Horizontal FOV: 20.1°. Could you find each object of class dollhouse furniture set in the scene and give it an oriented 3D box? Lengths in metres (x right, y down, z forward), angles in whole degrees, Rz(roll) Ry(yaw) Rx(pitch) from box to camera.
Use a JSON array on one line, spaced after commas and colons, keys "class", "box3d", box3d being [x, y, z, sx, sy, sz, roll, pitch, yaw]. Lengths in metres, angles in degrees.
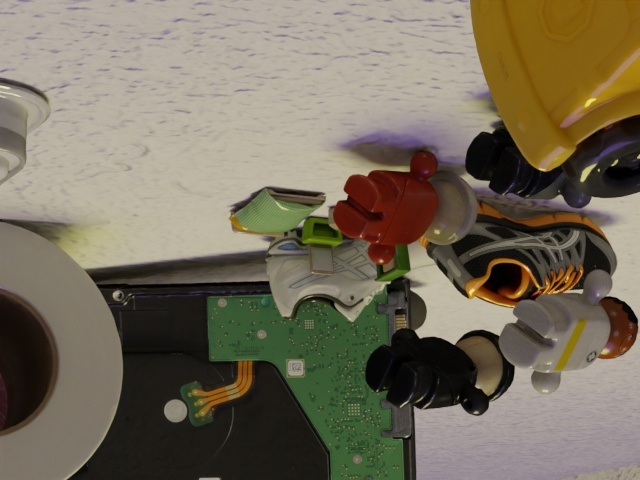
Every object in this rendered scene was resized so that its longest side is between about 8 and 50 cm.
[{"class": "dollhouse furniture set", "box3d": [0.000, 0.000, 1.547, 0.151, 0.059, 0.076, 5, 161, -30]}]

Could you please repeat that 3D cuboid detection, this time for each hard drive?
[{"class": "hard drive", "box3d": [-0.080, 0.155, 1.702, 0.339, 0.237, 0.064, -2, -176, 9]}]

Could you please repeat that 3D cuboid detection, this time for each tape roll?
[{"class": "tape roll", "box3d": [-0.310, 0.120, 1.554, 0.246, 0.246, 0.169, 3, 163, -23]}]

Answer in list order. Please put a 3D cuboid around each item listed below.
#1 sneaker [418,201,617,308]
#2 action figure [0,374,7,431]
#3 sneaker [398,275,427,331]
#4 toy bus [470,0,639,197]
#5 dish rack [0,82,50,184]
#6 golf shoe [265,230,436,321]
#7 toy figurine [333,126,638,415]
[{"class": "sneaker", "box3d": [0.182, 0.024, 1.598, 0.215, 0.083, 0.084, 6, 134, -34]}, {"class": "action figure", "box3d": [-0.344, 0.220, 1.769, 0.275, 0.248, 0.370, 35, -164, 3]}, {"class": "sneaker", "box3d": [0.064, 0.058, 1.768, 0.065, 0.061, 0.158, -24, 156, 35]}, {"class": "toy bus", "box3d": [0.230, -0.136, 1.036, 0.220, 0.149, 0.211, 4, 146, -33]}, {"class": "dish rack", "box3d": [-0.378, -0.042, 1.295, 0.285, 0.072, 0.333, 6, 162, -34]}, {"class": "golf shoe", "box3d": [0.040, 0.033, 1.625, 0.176, 0.086, 0.069, -6, 162, 1]}, {"class": "toy figurine", "box3d": [0.134, 0.022, 1.396, 0.209, 0.213, 0.148, -21, 166, 38]}]
